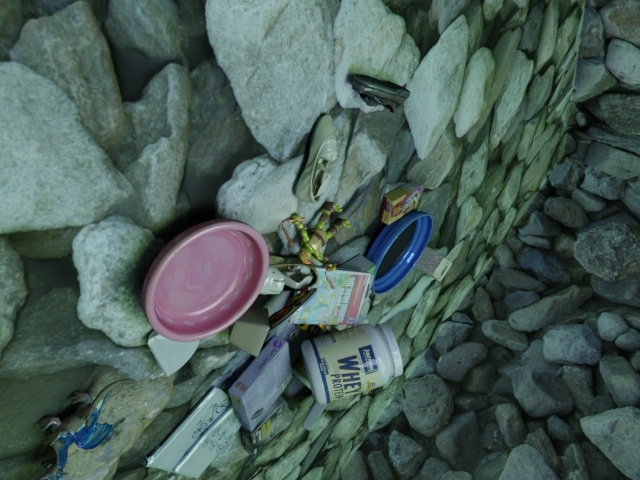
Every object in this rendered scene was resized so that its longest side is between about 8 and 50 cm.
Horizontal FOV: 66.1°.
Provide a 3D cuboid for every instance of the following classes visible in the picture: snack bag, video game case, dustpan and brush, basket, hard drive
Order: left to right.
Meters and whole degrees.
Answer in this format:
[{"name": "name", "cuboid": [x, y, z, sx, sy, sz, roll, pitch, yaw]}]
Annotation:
[{"name": "dustpan and brush", "cuboid": [-0.351, 0.243, 1.307, 0.211, 0.060, 0.147, -32, 130, -25]}, {"name": "snack bag", "cuboid": [-0.389, 0.652, 1.657, 0.323, 0.037, 0.342, -47, 149, -15]}, {"name": "hard drive", "cuboid": [0.027, 0.642, 2.109, 0.233, 0.047, 0.353, -60, 173, 6]}, {"name": "video game case", "cuboid": [0.035, 0.195, 1.702, 0.285, 0.025, 0.204, 8, 103, -34]}, {"name": "basket", "cuboid": [0.506, 0.096, 2.289, 0.113, 0.167, 0.103, -57, 146, 1]}]

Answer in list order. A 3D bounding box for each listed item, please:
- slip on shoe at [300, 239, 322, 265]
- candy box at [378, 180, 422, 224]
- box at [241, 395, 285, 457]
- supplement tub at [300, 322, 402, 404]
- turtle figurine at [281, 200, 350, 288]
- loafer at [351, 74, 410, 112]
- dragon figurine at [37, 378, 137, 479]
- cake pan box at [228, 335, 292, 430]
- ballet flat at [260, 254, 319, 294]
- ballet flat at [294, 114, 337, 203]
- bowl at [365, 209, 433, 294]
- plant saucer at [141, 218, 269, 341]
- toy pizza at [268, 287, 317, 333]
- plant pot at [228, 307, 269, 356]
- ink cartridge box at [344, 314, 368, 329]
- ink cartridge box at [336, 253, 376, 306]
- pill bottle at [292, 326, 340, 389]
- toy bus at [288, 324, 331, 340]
[{"name": "slip on shoe", "cuboid": [-0.035, 0.042, 1.572, 0.135, 0.041, 0.051, 45, 35, -51]}, {"name": "candy box", "cuboid": [0.305, -0.146, 1.872, 0.186, 0.053, 0.109, -28, 140, -38]}, {"name": "box", "cuboid": [-0.220, 0.722, 1.918, 0.183, 0.056, 0.231, -38, 151, -34]}, {"name": "supplement tub", "cuboid": [0.109, 0.436, 1.778, 0.324, 0.235, 0.235, -15, 139, -8]}, {"name": "turtle figurine", "cuboid": [0.000, 0.000, 1.503, 0.217, 0.087, 0.269, -49, 112, -27]}, {"name": "loafer", "cuboid": [0.169, -0.405, 1.388, 0.267, 0.096, 0.084, -13, 135, -53]}, {"name": "dragon figurine", "cuboid": [-0.553, 0.433, 1.156, 0.289, 0.085, 0.144, -41, 147, -23]}, {"name": "cake pan box", "cuboid": [-0.196, 0.494, 1.714, 0.267, 0.070, 0.246, -49, 153, -33]}, {"name": "ballet flat", "cuboid": [-0.124, 0.108, 1.434, 0.348, 0.123, 0.123, 0, 119, -55]}, {"name": "ballet flat", "cuboid": [0.004, -0.213, 1.341, 0.086, 0.086, 0.248, -12, 128, -51]}, {"name": "bowl", "cuboid": [0.316, 0.043, 2.030, 0.391, 0.077, 0.391, -37, 148, -28]}, {"name": "plant saucer", "cuboid": [-0.280, 0.088, 1.191, 0.332, 0.084, 0.332, -29, 137, -31]}, {"name": "toy pizza", "cuboid": [-0.092, 0.200, 1.462, 0.201, 0.032, 0.201, -40, -177, 3]}, {"name": "plant pot", "cuboid": [-0.215, 0.258, 1.446, 0.096, 0.109, 0.109, 18, 109, -15]}, {"name": "ink cartridge box", "cuboid": [0.156, 0.398, 2.184, 0.122, 0.052, 0.088, -44, 148, -18]}, {"name": "ink cartridge box", "cuboid": [0.119, 0.181, 1.880, 0.154, 0.093, 0.212, -29, 142, -40]}, {"name": "pill bottle", "cuboid": [0.010, 0.469, 1.955, 0.246, 0.136, 0.136, -48, 149, -13]}, {"name": "toy bus", "cuboid": [-0.003, 0.286, 1.792, 0.191, 0.104, 0.202, -21, 135, -45]}]
